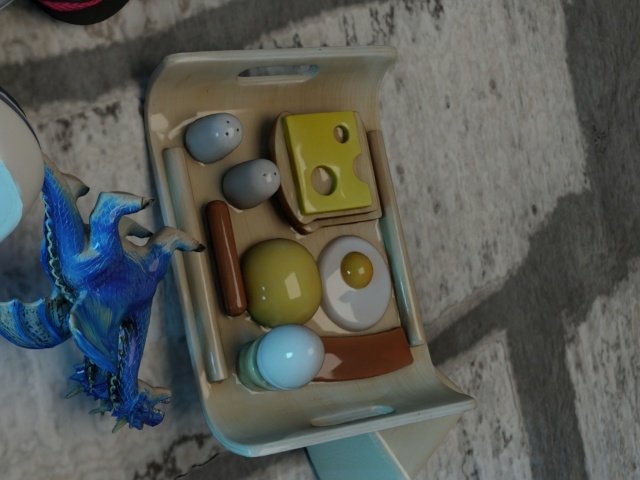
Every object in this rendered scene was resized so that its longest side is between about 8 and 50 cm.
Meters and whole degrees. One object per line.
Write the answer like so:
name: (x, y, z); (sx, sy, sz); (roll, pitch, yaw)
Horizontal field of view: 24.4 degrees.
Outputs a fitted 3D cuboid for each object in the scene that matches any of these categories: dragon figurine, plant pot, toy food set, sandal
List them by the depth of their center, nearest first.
dragon figurine: (-0.161, 0.036, 0.985); (0.144, 0.085, 0.289); (-68, 156, -13)
sandal: (-0.182, -0.189, 1.031); (0.179, 0.040, 0.067); (8, 98, -59)
toy food set: (0.000, 0.000, 1.154); (0.219, 0.092, 0.306); (-8, 84, -33)
plant pot: (0.040, 0.140, 1.256); (0.096, 0.109, 0.109); (54, 52, -15)

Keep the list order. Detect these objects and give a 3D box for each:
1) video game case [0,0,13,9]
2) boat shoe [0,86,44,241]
video game case: (-0.236, -0.247, 0.990); (0.173, 0.022, 0.190); (-46, 136, -37)
boat shoe: (-0.262, -0.078, 0.776); (0.158, 0.340, 0.127); (-63, 142, -40)
